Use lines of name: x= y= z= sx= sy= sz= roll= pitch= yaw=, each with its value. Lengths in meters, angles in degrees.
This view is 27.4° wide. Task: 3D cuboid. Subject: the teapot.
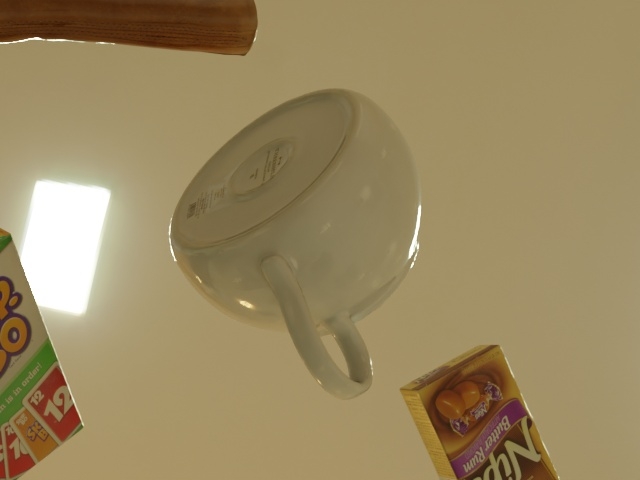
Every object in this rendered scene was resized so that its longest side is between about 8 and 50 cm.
teapot: x=0.000 y=0.000 z=1.202 sx=0.256 sy=0.187 sz=0.252 roll=-49 pitch=-151 yaw=-20

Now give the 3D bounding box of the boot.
boot: x=-0.192 y=-0.193 z=0.776 sx=0.264 sy=0.280 sz=0.096 roll=-115 pitch=-156 yaw=-50

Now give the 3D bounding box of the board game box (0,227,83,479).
board game box: x=-0.305 y=0.107 z=1.195 sx=0.039 sy=0.124 sz=0.259 roll=18 pitch=-46 yaw=41

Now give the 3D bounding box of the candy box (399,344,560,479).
candy box: x=0.173 y=0.216 z=1.385 sx=0.187 sy=0.109 sz=0.053 roll=65 pitch=-21 yaw=-6
